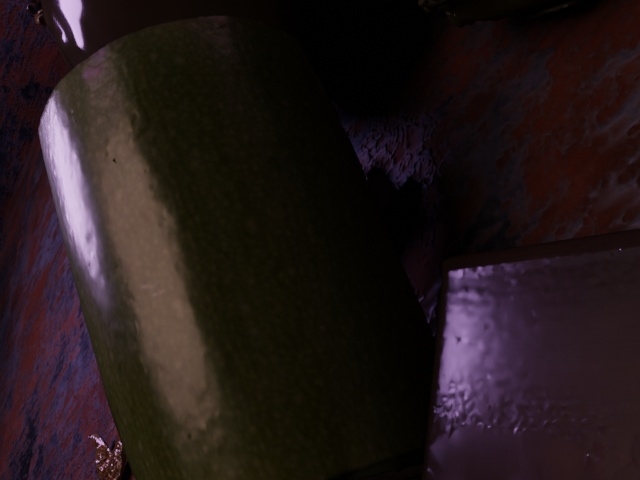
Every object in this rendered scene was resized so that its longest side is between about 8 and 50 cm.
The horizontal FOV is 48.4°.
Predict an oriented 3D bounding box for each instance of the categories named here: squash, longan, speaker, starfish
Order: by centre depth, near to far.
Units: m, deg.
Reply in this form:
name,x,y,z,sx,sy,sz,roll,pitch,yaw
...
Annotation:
name,x,y,z,sx,sy,sz,roll,pitch,yaw
speaker,0.184,0.089,0.366,0.231,0.153,0.192,-13,66,56
squash,-0.063,0.040,0.595,0.263,0.263,0.384,-41,62,43
longan,-0.107,-0.317,0.779,0.404,0.404,0.435,-120,37,-50
starfish,-0.379,0.427,1.233,0.277,0.062,0.235,-12,66,59

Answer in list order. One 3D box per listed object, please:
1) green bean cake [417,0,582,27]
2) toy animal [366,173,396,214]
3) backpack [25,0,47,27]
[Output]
name,x,y,z,sx,sy,sz,roll,pitch,yaw
green bean cake,0.093,-0.340,0.556,0.202,0.310,0.284,0,74,57
toy animal,0.000,0.000,0.784,0.179,0.089,0.188,-38,46,52
backpack,-0.408,-0.495,1.476,0.353,0.201,0.378,-49,14,-18
